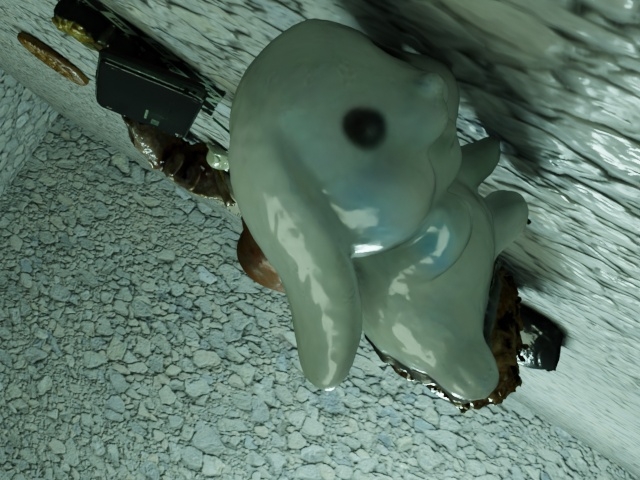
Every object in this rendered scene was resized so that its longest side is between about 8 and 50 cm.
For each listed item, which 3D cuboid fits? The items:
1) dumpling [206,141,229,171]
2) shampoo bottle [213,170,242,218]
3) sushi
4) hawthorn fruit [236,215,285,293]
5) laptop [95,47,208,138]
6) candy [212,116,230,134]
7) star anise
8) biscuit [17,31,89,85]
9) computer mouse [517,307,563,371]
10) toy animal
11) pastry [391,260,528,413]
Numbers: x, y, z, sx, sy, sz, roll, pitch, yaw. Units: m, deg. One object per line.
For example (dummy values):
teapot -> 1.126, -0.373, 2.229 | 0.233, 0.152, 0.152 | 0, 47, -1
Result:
dumpling -> -0.210, -0.172, 1.600 | 0.059, 0.043, 0.077 | 49, -161, 29
shampoo bottle -> -0.209, -0.108, 1.917 | 0.257, 0.078, 0.127 | 36, 169, -3
sushi -> -0.282, -0.264, 1.175 | 0.290, 0.050, 0.264 | 34, 174, -13
hawthorn fruit -> 0.000, 0.000, 1.214 | 0.252, 0.199, 0.199 | 18, 171, 12
laptop -> -0.251, -0.206, 1.147 | 0.154, 0.026, 0.207 | 19, 166, -15
candy -> -0.137, -0.165, 1.312 | 0.123, 0.035, 0.035 | 40, -144, 14
star anise -> -0.304, -0.181, 1.722 | 0.293, 0.108, 0.349 | 30, -176, -22
biscuit -> -0.630, -0.424, 1.869 | 0.188, 0.027, 0.188 | 34, 175, 3
computer mouse -> 0.328, 0.164, 1.275 | 0.122, 0.073, 0.217 | 31, 175, 21
toy animal -> 0.045, -0.032, 0.607 | 0.174, 0.249, 0.289 | -6, 113, 27
pastry -> 0.182, 0.094, 1.070 | 0.275, 0.192, 0.275 | 29, -160, -12
